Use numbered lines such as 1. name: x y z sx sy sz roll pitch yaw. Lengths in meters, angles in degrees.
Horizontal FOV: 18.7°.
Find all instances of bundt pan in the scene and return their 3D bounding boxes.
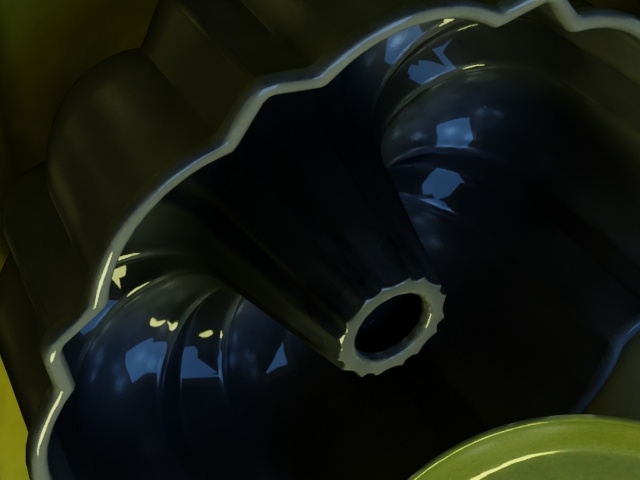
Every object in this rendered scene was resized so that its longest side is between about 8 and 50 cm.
1. bundt pan: 0.000 0.000 0.848 0.331 0.124 0.331 -23 140 -21

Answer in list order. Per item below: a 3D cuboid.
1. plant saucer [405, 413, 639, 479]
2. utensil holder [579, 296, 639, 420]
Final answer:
1. plant saucer: 0.125 0.194 0.894 0.037 0.241 0.241 -36 150 -76
2. utensil holder: 0.261 0.079 1.035 0.328 0.327 0.385 7 107 -46
